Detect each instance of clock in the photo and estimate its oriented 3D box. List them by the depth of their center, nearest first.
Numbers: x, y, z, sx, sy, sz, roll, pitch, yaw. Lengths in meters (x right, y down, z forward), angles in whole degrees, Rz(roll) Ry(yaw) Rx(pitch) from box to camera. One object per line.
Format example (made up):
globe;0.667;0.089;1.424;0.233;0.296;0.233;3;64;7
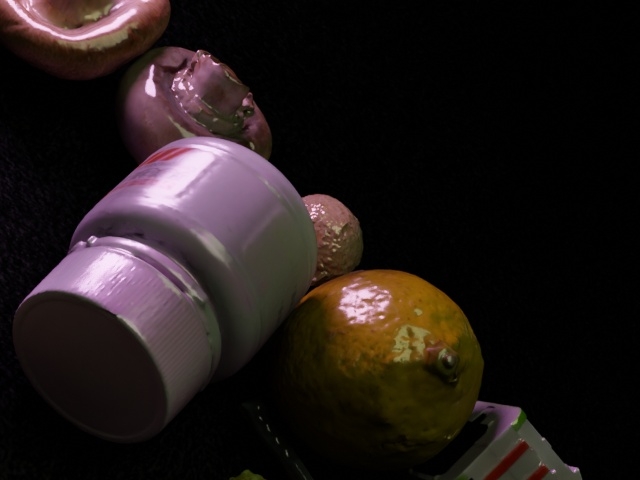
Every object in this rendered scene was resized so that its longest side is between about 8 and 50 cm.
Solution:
clock;0.258;0.365;2.059;0.166;0.235;0.309;-43;99;-13

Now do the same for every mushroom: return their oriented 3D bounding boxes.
mushroom;-0.338;-0.317;2.169;0.278;0.146;0.278;10;46;-11
mushroom;-0.162;-0.164;2.180;0.226;0.178;0.226;34;34;-28

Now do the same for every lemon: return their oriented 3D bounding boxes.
lemon;0.072;0.158;2.014;0.253;0.310;0.254;8;76;-35

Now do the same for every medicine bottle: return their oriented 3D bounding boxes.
medicine bottle;-0.178;0.056;1.894;0.256;0.256;0.325;44;46;-2

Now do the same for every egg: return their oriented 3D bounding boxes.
egg;0.000;0.000;2.247;0.116;0.118;0.140;73;0;-46

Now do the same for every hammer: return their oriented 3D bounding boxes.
hammer;-0.010;0.303;1.968;0.033;0.111;0.288;-19;61;-36

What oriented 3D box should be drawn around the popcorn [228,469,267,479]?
popcorn;-0.083;0.307;1.918;0.060;0.068;0.083;-61;144;-29
